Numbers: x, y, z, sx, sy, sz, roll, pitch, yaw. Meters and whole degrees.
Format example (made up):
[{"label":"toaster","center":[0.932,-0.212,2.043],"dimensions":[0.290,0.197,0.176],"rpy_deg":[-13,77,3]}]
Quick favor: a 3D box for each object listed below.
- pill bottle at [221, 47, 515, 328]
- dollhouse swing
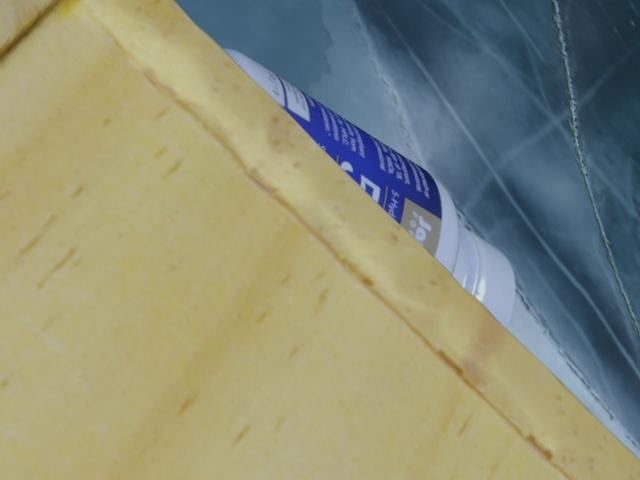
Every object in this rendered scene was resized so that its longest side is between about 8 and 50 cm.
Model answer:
[{"label":"pill bottle","center":[0.000,0.000,0.685],"dimensions":[0.187,0.112,0.112],"rpy_deg":[29,44,-30]},{"label":"dollhouse swing","center":[-0.068,0.143,0.397],"dimensions":[0.347,0.315,0.305],"rpy_deg":[44,55,-12]}]
